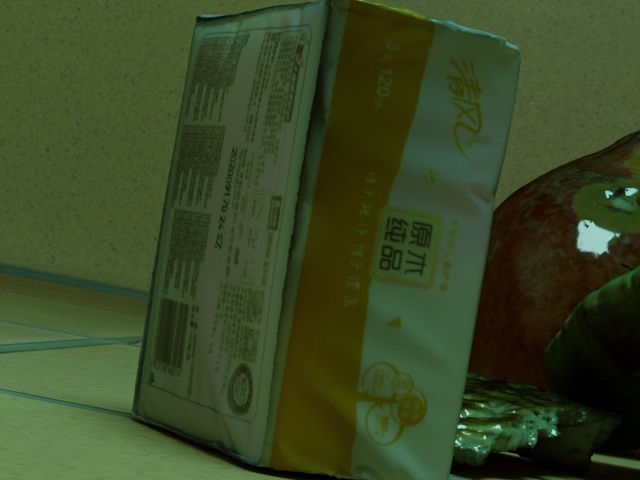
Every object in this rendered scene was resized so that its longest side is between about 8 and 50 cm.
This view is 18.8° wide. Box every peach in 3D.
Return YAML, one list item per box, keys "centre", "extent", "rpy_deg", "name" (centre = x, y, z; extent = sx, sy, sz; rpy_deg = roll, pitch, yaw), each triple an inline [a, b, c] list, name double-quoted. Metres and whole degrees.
- centre: [0.220, 0.034, 1.501]
  extent: [0.232, 0.257, 0.232]
  rpy_deg: [8, 2, 0]
  name: "peach"

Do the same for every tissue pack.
- centre: [0.000, 0.000, 0.987]
  extent: [0.124, 0.225, 0.185]
  rpy_deg: [10, -1, -27]
  name: "tissue pack"

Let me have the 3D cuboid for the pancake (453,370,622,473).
- centre: [0.054, 0.112, 1.171]
  extent: [0.266, 0.057, 0.244]
  rpy_deg: [6, 8, 0]
  name: "pancake"

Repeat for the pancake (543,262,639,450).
- centre: [0.290, 0.096, 1.161]
  extent: [0.426, 0.067, 0.305]
  rpy_deg: [-7, -36, 47]
  name: "pancake"
